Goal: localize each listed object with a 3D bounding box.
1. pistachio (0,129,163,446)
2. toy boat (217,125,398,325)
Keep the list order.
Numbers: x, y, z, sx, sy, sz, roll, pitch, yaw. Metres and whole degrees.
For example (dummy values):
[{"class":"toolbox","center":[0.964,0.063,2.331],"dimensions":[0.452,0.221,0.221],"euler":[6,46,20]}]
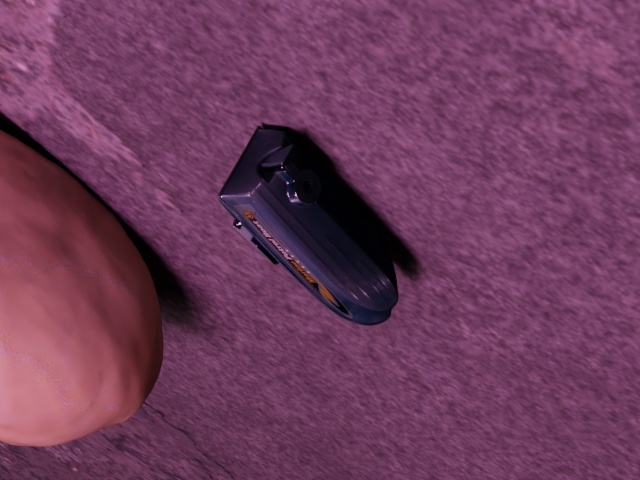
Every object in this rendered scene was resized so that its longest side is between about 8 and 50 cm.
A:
[{"class":"pistachio","center":[-0.233,0.018,1.346],"dimensions":[0.299,0.187,0.187],"euler":[48,154,-19]},{"class":"toy boat","center":[0.000,0.000,1.125],"dimensions":[0.060,0.055,0.141],"euler":[-7,136,47]}]
